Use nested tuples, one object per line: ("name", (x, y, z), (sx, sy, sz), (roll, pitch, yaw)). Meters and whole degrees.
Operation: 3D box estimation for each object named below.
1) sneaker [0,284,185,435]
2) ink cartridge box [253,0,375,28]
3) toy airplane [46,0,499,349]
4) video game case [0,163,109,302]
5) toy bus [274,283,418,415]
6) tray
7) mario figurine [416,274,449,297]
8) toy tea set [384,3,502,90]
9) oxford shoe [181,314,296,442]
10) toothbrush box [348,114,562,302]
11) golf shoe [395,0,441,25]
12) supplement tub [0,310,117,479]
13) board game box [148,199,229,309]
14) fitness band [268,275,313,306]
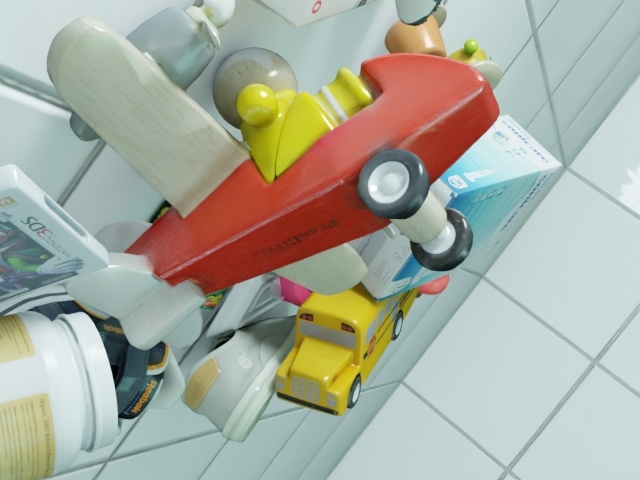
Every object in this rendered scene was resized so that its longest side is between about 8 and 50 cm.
("sneaker", (-0.247, 0.132, 0.903), (0.126, 0.127, 0.321), (-53, 160, 8))
("ink cartridge box", (0.029, -0.299, 0.791), (0.203, 0.086, 0.148), (-34, 156, -43))
("toy airplane", (-0.069, -0.060, 0.818), (0.384, 0.272, 0.386), (0, 149, -20))
("video game case", (-0.276, 0.016, 0.625), (0.190, 0.022, 0.173), (-18, 159, 1))
("toy bus", (0.050, 0.113, 1.255), (0.332, 0.108, 0.130), (-46, 146, -53))
("tray", (-0.071, 0.065, 1.303), (0.145, 0.030, 0.270), (-59, 166, 22))
("mario figurine", (0.164, 0.075, 1.855), (0.320, 0.170, 0.198), (123, -20, -51))
("toy tea set", (0.144, -0.225, 1.236), (0.200, 0.124, 0.336), (-12, 151, -16))
("oxford shoe", (-0.109, 0.188, 1.365), (0.169, 0.130, 0.449), (-61, 175, 11))
("toothbrush box", (0.184, -0.054, 1.233), (0.295, 0.126, 0.216), (-16, 147, -45))
("golf shoe", (0.099, -0.327, 0.951), (0.094, 0.077, 0.198), (-27, 145, -30))
("supplement tub", (-0.285, 0.139, 0.702), (0.200, 0.144, 0.144), (-11, 141, -30))
("board game box", (-0.160, 0.025, 1.058), (0.136, 0.030, 0.260), (-51, 162, 8))
("fitness band", (0.000, 0.000, 1.275), (0.291, 0.054, 0.209), (24, 84, -73))
